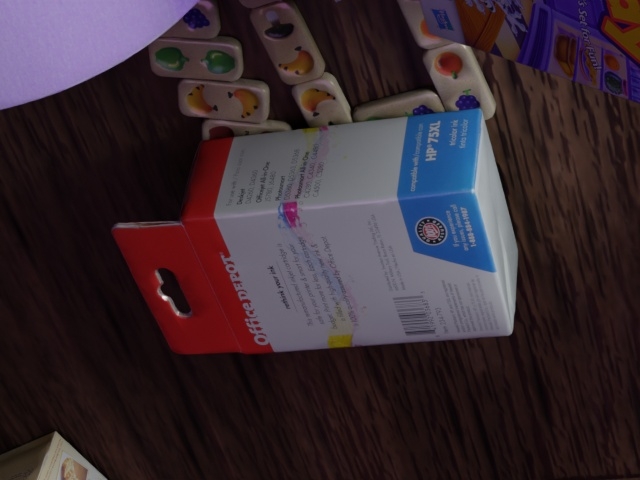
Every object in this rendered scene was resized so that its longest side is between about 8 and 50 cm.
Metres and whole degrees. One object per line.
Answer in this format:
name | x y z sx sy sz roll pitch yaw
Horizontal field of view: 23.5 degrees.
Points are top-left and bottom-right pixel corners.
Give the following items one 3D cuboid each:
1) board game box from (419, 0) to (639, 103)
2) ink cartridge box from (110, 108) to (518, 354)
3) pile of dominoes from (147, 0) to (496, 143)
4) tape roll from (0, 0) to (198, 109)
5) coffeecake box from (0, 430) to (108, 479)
board game box | 0.108 -0.229 0.678 0.233 0.078 0.347 27 147 46
ink cartridge box | 0.000 0.000 0.976 0.231 0.078 0.134 -5 135 16
pile of dominoes | -0.031 -0.139 0.897 0.196 0.040 0.251 -14 125 23
tape roll | -0.174 -0.185 0.724 0.275 0.274 0.090 3 142 10
coffeecake box | -0.214 0.256 1.258 0.142 0.068 0.185 -25 122 29
